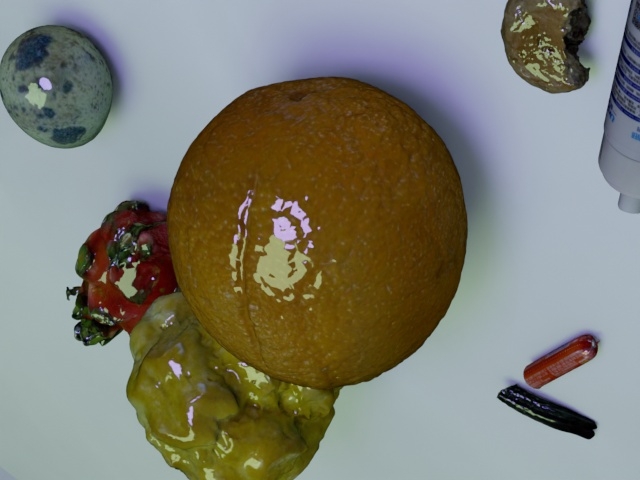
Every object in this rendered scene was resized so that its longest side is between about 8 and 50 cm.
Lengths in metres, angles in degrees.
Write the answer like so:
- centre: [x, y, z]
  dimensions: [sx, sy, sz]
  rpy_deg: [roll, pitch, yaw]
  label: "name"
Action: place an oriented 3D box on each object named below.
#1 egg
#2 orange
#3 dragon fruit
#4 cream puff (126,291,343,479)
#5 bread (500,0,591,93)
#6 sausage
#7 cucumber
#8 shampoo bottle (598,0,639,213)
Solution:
- centre: [-0.336, -0.192, 1.403]
  dimensions: [0.141, 0.141, 0.182]
  rpy_deg: [21, 150, 20]
  label: "egg"
- centre: [0.000, 0.000, 1.193]
  dimensions: [0.322, 0.322, 0.357]
  rpy_deg: [14, 135, 27]
  label: "orange"
- centre: [-0.290, 0.067, 1.584]
  dimensions: [0.269, 0.200, 0.198]
  rpy_deg: [-35, 63, 17]
  label: "dragon fruit"
- centre: [-0.076, 0.164, 1.432]
  dimensions: [0.257, 0.324, 0.291]
  rpy_deg: [-36, 74, 25]
  label: "cream puff"
- centre: [0.212, -0.196, 1.020]
  dimensions: [0.082, 0.060, 0.113]
  rpy_deg: [15, 136, 26]
  label: "bread"
- centre: [0.300, 0.147, 1.345]
  dimensions: [0.034, 0.034, 0.129]
  rpy_deg: [40, 142, -5]
  label: "sausage"
- centre: [0.297, 0.227, 1.434]
  dimensions: [0.135, 0.034, 0.033]
  rpy_deg: [26, 137, 14]
  label: "cucumber"
- centre: [0.309, -0.138, 0.980]
  dimensions: [0.092, 0.092, 0.303]
  rpy_deg: [20, 141, 21]
  label: "shampoo bottle"
